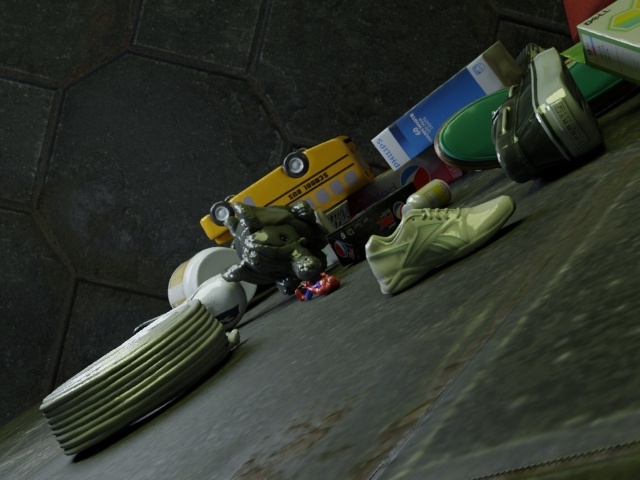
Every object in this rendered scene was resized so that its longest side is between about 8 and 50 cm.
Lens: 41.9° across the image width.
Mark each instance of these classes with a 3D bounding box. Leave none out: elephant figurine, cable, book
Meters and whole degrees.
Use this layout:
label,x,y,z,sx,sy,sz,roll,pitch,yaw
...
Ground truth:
label,x,y,z,sx,sy,sz,roll,pitch,yaw
elephant figurine,-0.081,0.007,1.322,0.186,0.169,0.239,-27,-3,15
cable,-0.239,0.175,1.091,0.257,0.089,0.257,-32,3,4
book,-0.030,0.015,1.495,0.144,0.096,0.035,-30,4,35

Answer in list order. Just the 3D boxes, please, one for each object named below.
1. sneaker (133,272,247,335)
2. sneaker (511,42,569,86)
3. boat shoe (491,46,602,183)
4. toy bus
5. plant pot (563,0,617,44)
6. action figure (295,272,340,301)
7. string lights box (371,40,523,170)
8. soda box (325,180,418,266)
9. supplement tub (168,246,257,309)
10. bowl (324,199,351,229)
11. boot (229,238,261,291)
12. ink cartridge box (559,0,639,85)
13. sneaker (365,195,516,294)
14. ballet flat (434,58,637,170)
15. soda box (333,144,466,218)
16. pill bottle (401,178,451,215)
label,x,y,z,sx,sy,sz,roll,pitch,yaw
sneaker,-0.230,0.150,1.389,0.235,0.094,0.153,-30,5,38
sneaker,0.397,-0.248,1.615,0.319,0.131,0.112,121,161,-65
boat shoe,0.260,-0.152,1.015,0.119,0.121,0.335,-30,4,22
toy bus,-0.068,-0.086,1.651,0.332,0.130,0.108,-32,4,14
plant pot,0.491,-0.415,1.221,0.267,0.267,0.236,4,-29,-14
action figure,-0.002,0.061,1.137,0.038,0.030,0.115,-28,3,-24
string lights box,0.227,-0.239,1.505,0.259,0.077,0.133,-35,4,33
soda box,0.090,-0.027,1.298,0.169,0.060,0.053,-33,4,-34
supplement tub,-0.214,0.092,1.668,0.144,0.144,0.199,-33,4,-25
bowl,0.000,0.000,1.592,0.170,0.080,0.170,-32,2,1
boot,-0.104,0.010,1.931,0.284,0.138,0.377,-31,7,38
ink cartridge box,0.381,-0.246,0.986,0.109,0.062,0.209,-33,33,-6
sneaker,0.110,-0.007,0.786,0.152,0.061,0.053,-30,2,15
ballet flat,0.322,-0.186,1.228,0.342,0.116,0.124,-32,-17,-4
soda box,0.159,-0.106,1.666,0.263,0.083,0.092,-31,5,17
pill bottle,0.158,-0.057,1.255,0.083,0.043,0.043,-34,3,-38
